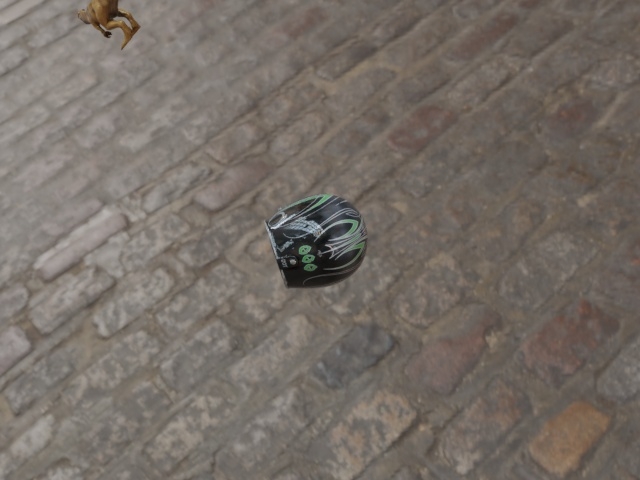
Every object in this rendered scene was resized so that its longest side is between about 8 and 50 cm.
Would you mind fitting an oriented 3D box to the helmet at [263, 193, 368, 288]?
[{"bbox_3d":[0.000,0.000,1.427,0.161,0.169,0.169,-18,44,-3],"label":"helmet"}]

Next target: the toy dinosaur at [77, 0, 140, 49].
[{"bbox_3d":[-0.333,-0.361,1.337,0.211,0.112,0.064,-19,35,56],"label":"toy dinosaur"}]
